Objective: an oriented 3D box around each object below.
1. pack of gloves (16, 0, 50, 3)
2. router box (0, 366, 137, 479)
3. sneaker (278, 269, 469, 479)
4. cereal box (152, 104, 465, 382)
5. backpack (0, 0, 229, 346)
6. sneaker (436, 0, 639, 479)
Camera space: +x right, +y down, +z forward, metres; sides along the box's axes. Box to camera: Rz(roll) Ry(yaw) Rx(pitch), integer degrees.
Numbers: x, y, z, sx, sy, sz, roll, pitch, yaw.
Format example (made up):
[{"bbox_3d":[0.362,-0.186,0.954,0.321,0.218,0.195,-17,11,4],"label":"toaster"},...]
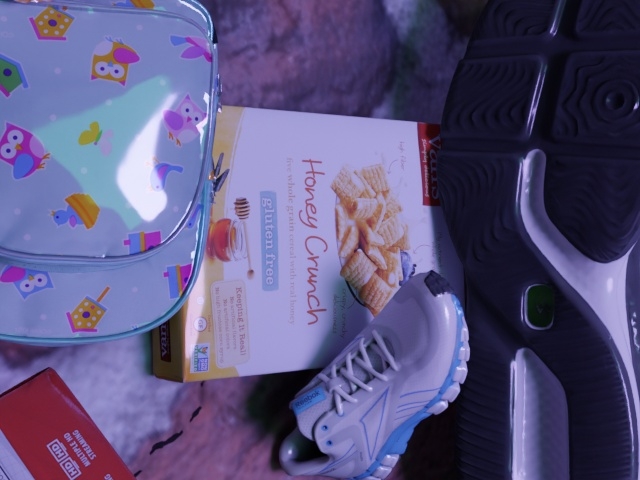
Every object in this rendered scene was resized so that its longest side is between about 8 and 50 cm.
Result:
[{"bbox_3d":[-0.205,-0.199,0.442,0.195,0.046,0.232,-22,66,-35],"label":"pack of gloves"},{"bbox_3d":[-0.141,0.268,0.391,0.335,0.082,0.301,52,44,4],"label":"router box"},{"bbox_3d":[0.027,0.097,0.613,0.083,0.071,0.190,1,131,-30],"label":"sneaker"},{"bbox_3d":[0.000,0.000,0.660,0.240,0.047,0.173,-2,90,-36],"label":"cereal box"},{"bbox_3d":[-0.133,-0.037,0.501,0.166,0.144,0.188,1,98,-22],"label":"backpack"},{"bbox_3d":[0.214,-0.003,0.750,0.257,0.169,0.447,2,93,-59],"label":"sneaker"}]
